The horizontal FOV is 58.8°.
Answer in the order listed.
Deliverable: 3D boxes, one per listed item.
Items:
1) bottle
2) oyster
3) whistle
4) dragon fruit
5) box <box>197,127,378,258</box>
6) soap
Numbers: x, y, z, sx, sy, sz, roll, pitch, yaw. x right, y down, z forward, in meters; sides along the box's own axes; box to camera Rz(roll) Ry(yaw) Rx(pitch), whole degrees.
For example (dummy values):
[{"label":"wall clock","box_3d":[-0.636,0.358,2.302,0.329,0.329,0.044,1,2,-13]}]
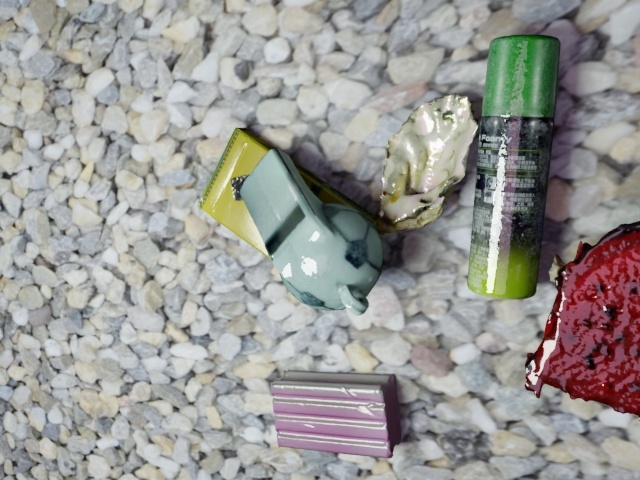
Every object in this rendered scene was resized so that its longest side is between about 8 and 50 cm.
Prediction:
[{"label":"bottle","box_3d":[0.252,-0.092,0.746,0.093,0.093,0.330,6,103,22]},{"label":"oyster","box_3d":[0.156,-0.102,0.803,0.132,0.072,0.209,12,87,36]},{"label":"whistle","box_3d":[0.000,0.000,0.819,0.163,0.163,0.290,-52,41,22]},{"label":"dragon fruit","box_3d":[0.451,0.096,0.692,0.343,0.100,0.282,16,104,17]},{"label":"box","box_3d":[-0.057,-0.045,0.915,0.279,0.041,0.153,35,110,13]},{"label":"soap","box_3d":[0.024,0.280,0.928,0.203,0.065,0.122,-3,99,23]}]
